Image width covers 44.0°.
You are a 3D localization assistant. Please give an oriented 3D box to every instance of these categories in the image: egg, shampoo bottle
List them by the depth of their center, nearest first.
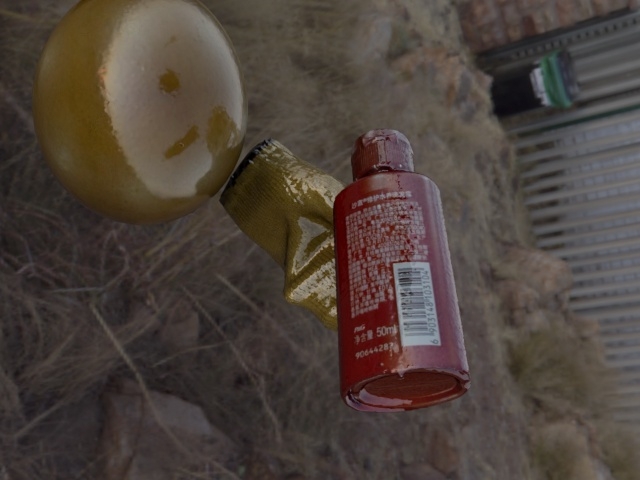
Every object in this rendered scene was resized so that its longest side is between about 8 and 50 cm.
[{"bbox_3d":[0.071,0.018,0.790,0.076,0.118,0.314,61,20,-46],"label":"shampoo bottle"},{"bbox_3d":[-0.239,-0.188,1.068,0.282,0.282,0.351,31,48,-54],"label":"egg"}]

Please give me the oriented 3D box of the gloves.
[{"bbox_3d":[0.003,-0.007,1.190,0.356,0.203,0.155,48,29,22],"label":"gloves"}]
